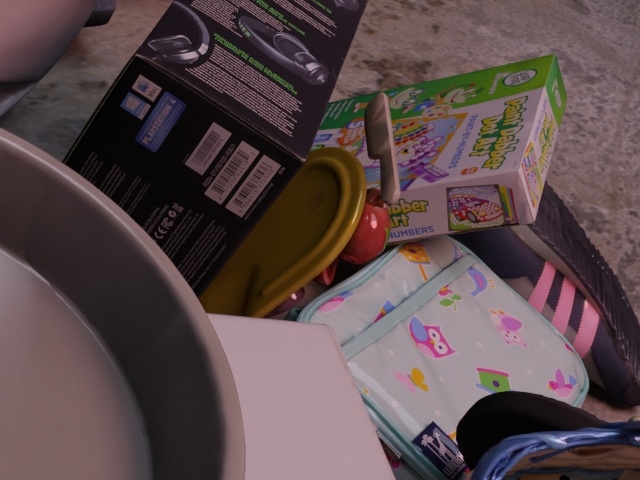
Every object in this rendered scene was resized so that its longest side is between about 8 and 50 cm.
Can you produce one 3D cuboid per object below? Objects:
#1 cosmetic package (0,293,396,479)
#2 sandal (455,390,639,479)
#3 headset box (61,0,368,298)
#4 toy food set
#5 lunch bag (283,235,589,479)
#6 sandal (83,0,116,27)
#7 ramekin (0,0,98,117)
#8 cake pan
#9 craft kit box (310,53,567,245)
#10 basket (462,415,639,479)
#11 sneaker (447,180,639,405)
[{"bbox_3d":[-0.202,0.149,0.583,0.453,0.230,0.161,9,44,-37],"label":"cosmetic package"},{"bbox_3d":[0.236,0.275,0.743,0.107,0.167,0.446,-34,74,-30],"label":"sandal"},{"bbox_3d":[-0.097,-0.085,0.924,0.131,0.246,0.283,33,36,-10],"label":"headset box"},{"bbox_3d":[0.000,0.000,0.965,0.071,0.218,0.128,35,28,-36],"label":"toy food set"},{"bbox_3d":[0.085,0.113,0.993,0.224,0.108,0.279,46,35,9],"label":"lunch bag"},{"bbox_3d":[-0.302,-0.207,1.050,0.254,0.054,0.097,-8,52,-35],"label":"sandal"},{"bbox_3d":[-0.277,-0.188,0.855,0.127,0.273,0.273,41,34,7],"label":"ramekin"},{"bbox_3d":[-0.169,0.054,0.472,0.293,0.054,0.293,25,36,-20],"label":"cake pan"},{"bbox_3d":[0.087,-0.077,1.106,0.250,0.246,0.061,-62,140,-55],"label":"craft kit box"},{"bbox_3d":[0.157,0.205,0.552,0.201,0.289,0.255,1,79,-13],"label":"basket"},{"bbox_3d":[0.215,0.059,1.189,0.319,0.131,0.112,50,30,-27],"label":"sneaker"}]
